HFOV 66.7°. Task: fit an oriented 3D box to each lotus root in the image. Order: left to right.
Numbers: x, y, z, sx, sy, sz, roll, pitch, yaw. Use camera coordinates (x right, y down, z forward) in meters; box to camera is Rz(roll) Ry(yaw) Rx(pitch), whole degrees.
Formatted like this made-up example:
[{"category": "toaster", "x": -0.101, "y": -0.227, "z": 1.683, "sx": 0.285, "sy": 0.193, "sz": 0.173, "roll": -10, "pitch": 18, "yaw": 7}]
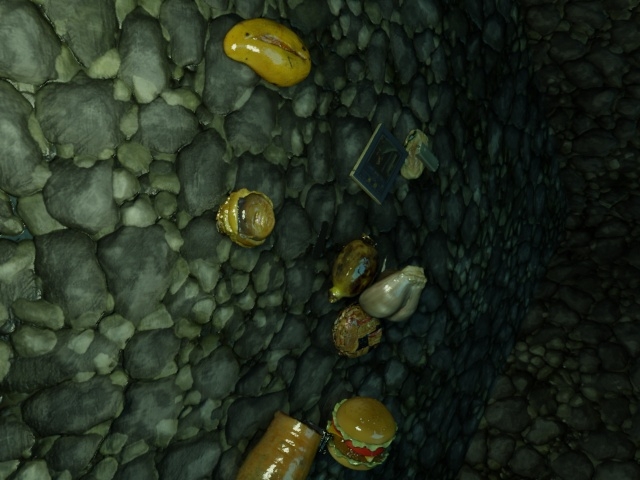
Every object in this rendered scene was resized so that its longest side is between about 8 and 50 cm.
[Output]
[{"category": "lotus root", "x": 0.131, "y": 0.114, "z": 1.865, "sx": 0.314, "sy": 0.141, "sz": 0.169, "roll": -57, "pitch": 136, "yaw": -18}]

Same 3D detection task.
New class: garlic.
[{"category": "garlic", "x": 0.247, "y": 0.199, "z": 1.933, "sx": 0.232, "sy": 0.340, "sz": 0.245, "roll": 1, "pitch": 96, "yaw": -18}]

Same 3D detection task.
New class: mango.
[{"category": "mango", "x": -0.146, "y": -0.564, "z": 1.456, "sx": 0.295, "sy": 0.120, "sz": 0.177, "roll": 8, "pitch": 90, "yaw": -46}]

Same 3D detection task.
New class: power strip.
[{"category": "power strip", "x": 0.459, "y": -0.368, "z": 2.118, "sx": 0.253, "sy": 0.027, "sz": 0.060, "roll": 26, "pitch": 79, "yaw": -55}]

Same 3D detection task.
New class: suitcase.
[{"category": "suitcase", "x": -0.024, "y": 0.743, "z": 1.847, "sx": 0.086, "sy": 0.126, "sz": 0.059, "roll": -59, "pitch": 146, "yaw": -20}]

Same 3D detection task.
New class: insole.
[{"category": "insole", "x": 0.000, "y": 0.000, "z": 1.807, "sx": 0.053, "sy": 0.002, "sz": 0.152, "roll": 18, "pitch": 85, "yaw": -46}]

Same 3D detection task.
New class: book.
[{"category": "book", "x": 0.240, "y": -0.306, "z": 1.949, "sx": 0.191, "sy": 0.025, "sz": 0.269, "roll": 40, "pitch": 69, "yaw": -29}]

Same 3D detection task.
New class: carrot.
[{"category": "carrot", "x": -0.146, "y": 0.773, "z": 1.659, "sx": 0.340, "sy": 0.224, "sz": 0.224, "roll": -57, "pitch": 133, "yaw": -26}]

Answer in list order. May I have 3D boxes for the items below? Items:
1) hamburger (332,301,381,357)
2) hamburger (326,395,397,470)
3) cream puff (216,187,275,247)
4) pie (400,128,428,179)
[{"category": "hamburger", "x": 0.146, "y": 0.362, "z": 1.963, "sx": 0.231, "sy": 0.107, "sz": 0.230, "roll": -13, "pitch": 112, "yaw": -37}, {"category": "hamburger", "x": 0.167, "y": 0.741, "z": 1.924, "sx": 0.275, "sy": 0.274, "sz": 0.212, "roll": -9, "pitch": 126, "yaw": -45}, {"category": "cream puff", "x": -0.230, "y": -0.065, "z": 1.466, "sx": 0.189, "sy": 0.130, "sz": 0.188, "roll": 5, "pitch": 84, "yaw": -53}, {"category": "pie", "x": 0.415, "y": -0.364, "z": 2.126, "sx": 0.185, "sy": 0.052, "sz": 0.218, "roll": 46, "pitch": 64, "yaw": -39}]
